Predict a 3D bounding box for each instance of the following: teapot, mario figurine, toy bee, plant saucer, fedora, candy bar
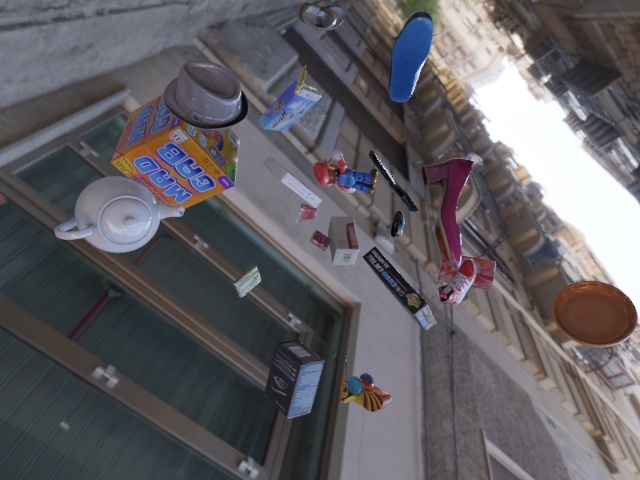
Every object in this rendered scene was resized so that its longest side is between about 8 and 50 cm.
[{"bbox_3d":[-0.592,-0.067,1.276,0.187,0.252,0.256,25,-101,51],"label":"teapot"},{"bbox_3d":[0.123,-0.344,2.163,0.170,0.321,0.197,-59,163,-81],"label":"mario figurine"},{"bbox_3d":[0.156,0.622,1.784,0.298,0.195,0.162,46,-58,61],"label":"toy bee"},{"bbox_3d":[0.754,0.205,1.192,0.200,0.037,0.199,-15,-131,19],"label":"plant saucer"},{"bbox_3d":[-0.359,-0.479,1.367,0.243,0.276,0.124,-54,178,-31],"label":"fedora"},{"bbox_3d":[-0.071,-0.578,1.549,0.040,0.018,0.161,-43,-153,41],"label":"candy bar"}]

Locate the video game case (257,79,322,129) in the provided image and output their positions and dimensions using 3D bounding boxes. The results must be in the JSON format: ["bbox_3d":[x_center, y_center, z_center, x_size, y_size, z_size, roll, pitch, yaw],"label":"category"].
[{"bbox_3d":[-0.146,-0.643,2.092,0.269,0.061,0.244,-39,174,23],"label":"video game case"}]

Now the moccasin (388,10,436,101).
[{"bbox_3d":[0.290,-0.635,1.475,0.342,0.138,0.116,108,-8,-62],"label":"moccasin"}]

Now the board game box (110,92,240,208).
[{"bbox_3d":[-0.611,-0.406,1.892,0.357,0.356,0.356,-20,-133,18],"label":"board game box"}]

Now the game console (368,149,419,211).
[{"bbox_3d":[0.354,-0.294,2.125,0.044,0.361,0.213,-37,-152,9],"label":"game console"}]

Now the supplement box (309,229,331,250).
[{"bbox_3d":[0.000,0.000,1.896,0.043,0.083,0.055,-53,173,-30],"label":"supplement box"}]

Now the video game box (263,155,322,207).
[{"bbox_3d":[-0.106,-0.221,1.609,0.048,0.187,0.205,-52,-144,7],"label":"video game box"}]

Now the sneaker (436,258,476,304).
[{"bbox_3d":[0.307,0.096,0.977,0.042,0.067,0.118,37,-64,47],"label":"sneaker"}]

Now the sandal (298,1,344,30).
[{"bbox_3d":[0.015,-0.797,1.532,0.219,0.060,0.089,-18,136,-48],"label":"sandal"}]

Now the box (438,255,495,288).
[{"bbox_3d":[0.733,0.155,2.168,0.122,0.257,0.128,62,41,-68],"label":"box"}]

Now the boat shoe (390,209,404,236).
[{"bbox_3d":[0.326,-0.069,1.831,0.042,0.133,0.049,-20,-136,-21],"label":"boat shoe"}]

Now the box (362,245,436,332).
[{"bbox_3d":[0.304,0.189,1.625,0.073,0.295,0.293,-41,-122,1],"label":"box"}]

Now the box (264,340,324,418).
[{"bbox_3d":[-0.095,0.478,1.498,0.153,0.108,0.207,27,-74,46],"label":"box"}]

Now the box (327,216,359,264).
[{"bbox_3d":[0.122,0.001,2.349,0.148,0.127,0.232,102,-16,-52],"label":"box"}]

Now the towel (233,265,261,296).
[{"bbox_3d":[-0.356,0.199,2.109,0.027,0.110,0.148,21,-129,40],"label":"towel"}]

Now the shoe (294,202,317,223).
[{"bbox_3d":[-0.068,-0.113,2.009,0.178,0.081,0.063,120,-11,-66],"label":"shoe"}]

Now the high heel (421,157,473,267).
[{"bbox_3d":[0.468,-0.101,1.444,0.182,0.376,0.127,-10,170,0],"label":"high heel"}]
